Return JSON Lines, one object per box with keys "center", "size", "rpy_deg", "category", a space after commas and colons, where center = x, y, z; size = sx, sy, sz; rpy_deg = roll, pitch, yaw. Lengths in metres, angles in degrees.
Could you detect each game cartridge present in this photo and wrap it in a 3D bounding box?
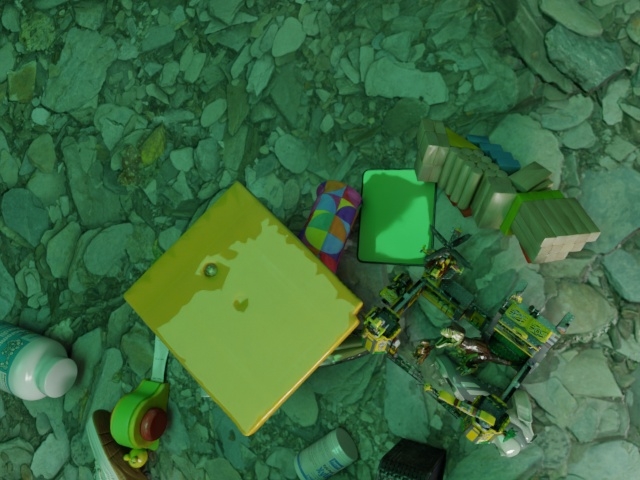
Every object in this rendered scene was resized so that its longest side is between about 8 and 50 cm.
{"center": [-0.127, 0.106, 0.965], "size": [0.285, 0.053, 0.323], "rpy_deg": [-45, 77, -2], "category": "game cartridge"}

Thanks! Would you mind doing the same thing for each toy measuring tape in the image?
{"center": [-0.385, 0.324, 1.240], "size": [0.121, 0.121, 0.331], "rpy_deg": [5, 86, 22], "category": "toy measuring tape"}

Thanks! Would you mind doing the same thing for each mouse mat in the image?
{"center": [0.147, -0.047, 1.119], "size": [0.152, 0.007, 0.190], "rpy_deg": [3, 85, 22], "category": "mouse mat"}

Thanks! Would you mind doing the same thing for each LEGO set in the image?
{"center": [0.231, 0.140, 0.923], "size": [0.254, 0.192, 0.331], "rpy_deg": [-33, 63, -22], "category": "LEGO set"}

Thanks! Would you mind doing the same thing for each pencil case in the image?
{"center": [0.000, 0.000, 1.074], "size": [0.104, 0.104, 0.237], "rpy_deg": [12, 58, 23], "category": "pencil case"}

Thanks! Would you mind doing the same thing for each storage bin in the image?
{"center": [0.151, 0.421, 0.975], "size": [0.084, 0.180, 0.122], "rpy_deg": [10, 89, 22], "category": "storage bin"}

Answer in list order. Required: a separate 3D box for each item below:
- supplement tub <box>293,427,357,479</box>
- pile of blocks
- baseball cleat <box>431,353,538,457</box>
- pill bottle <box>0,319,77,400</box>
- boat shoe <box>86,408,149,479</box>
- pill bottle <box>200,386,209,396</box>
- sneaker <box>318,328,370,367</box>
{"center": [0.009, 0.412, 1.093], "size": [0.107, 0.071, 0.071], "rpy_deg": [-38, 72, 16], "category": "supplement tub"}
{"center": [0.307, -0.082, 1.020], "size": [0.362, 0.148, 0.113], "rpy_deg": [46, 145, 29], "category": "pile of blocks"}
{"center": [0.291, 0.268, 1.005], "size": [0.109, 0.072, 0.206], "rpy_deg": [-36, 74, -1], "category": "baseball cleat"}
{"center": [-0.704, 0.285, 1.355], "size": [0.263, 0.146, 0.146], "rpy_deg": [13, 89, 22], "category": "pill bottle"}
{"center": [-0.452, 0.509, 1.256], "size": [0.096, 0.098, 0.277], "rpy_deg": [-36, 74, 14], "category": "boat shoe"}
{"center": [-0.178, 0.190, 1.026], "size": [0.094, 0.094, 0.170], "rpy_deg": [-7, 76, 21], "category": "pill bottle"}
{"center": [-0.075, 0.140, 1.104], "size": [0.409, 0.158, 0.182], "rpy_deg": [3, 90, 21], "category": "sneaker"}
